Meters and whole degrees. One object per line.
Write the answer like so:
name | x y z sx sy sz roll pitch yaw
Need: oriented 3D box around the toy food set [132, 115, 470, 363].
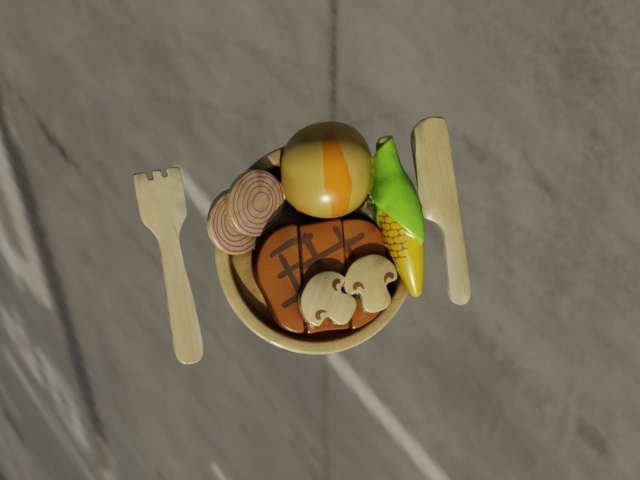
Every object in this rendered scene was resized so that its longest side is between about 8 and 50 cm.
toy food set | 0.000 0.000 0.825 0.038 0.192 0.132 -175 73 -72
